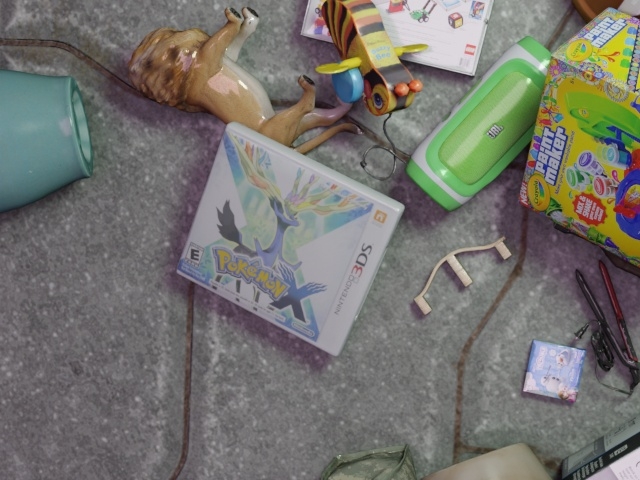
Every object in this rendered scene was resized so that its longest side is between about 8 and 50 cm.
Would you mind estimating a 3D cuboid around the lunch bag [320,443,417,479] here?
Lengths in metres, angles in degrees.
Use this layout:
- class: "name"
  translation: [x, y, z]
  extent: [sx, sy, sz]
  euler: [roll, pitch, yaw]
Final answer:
- class: "lunch bag"
  translation: [0.081, 0.490, 1.843]
  extent: [0.169, 0.287, 0.235]
  euler: [-11, 92, 12]

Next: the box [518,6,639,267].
- class: "box"
  translation: [0.479, -0.142, 1.677]
  extent: [0.279, 0.177, 0.289]
  euler: [31, 141, 26]

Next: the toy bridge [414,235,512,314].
- class: "toy bridge"
  translation: [0.237, 0.049, 1.917]
  extent: [0.188, 0.026, 0.063]
  euler: [-36, 85, 11]

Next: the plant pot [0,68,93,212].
- class: "plant pot"
  translation: [-0.538, -0.180, 1.956]
  extent: [0.255, 0.271, 0.271]
  euler: [-11, 91, -3]

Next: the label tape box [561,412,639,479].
- class: "label tape box"
  translation: [0.545, 0.326, 1.763]
  extent: [0.334, 0.241, 0.105]
  euler: [-34, 84, 11]

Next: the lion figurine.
- class: "lion figurine"
  translation: [-0.136, -0.243, 1.921]
  extent: [0.392, 0.142, 0.240]
  euler: [44, 113, 1]

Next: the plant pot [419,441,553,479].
- class: "plant pot"
  translation: [0.291, 0.489, 1.810]
  extent: [0.323, 0.323, 0.280]
  euler: [-24, 74, 12]

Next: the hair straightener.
- class: "hair straightener"
  translation: [0.468, 0.153, 1.873]
  extent: [0.089, 0.047, 0.230]
  euler: [-20, 94, 12]

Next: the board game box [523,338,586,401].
- class: "board game box"
  translation: [0.395, 0.219, 1.898]
  extent: [0.090, 0.020, 0.090]
  euler: [11, 95, 12]

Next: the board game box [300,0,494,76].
- class: "board game box"
  translation: [0.137, -0.404, 1.897]
  extent: [0.305, 0.053, 0.192]
  euler: [16, 97, 10]

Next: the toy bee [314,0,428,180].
- class: "toy bee"
  translation: [0.106, -0.269, 1.811]
  extent: [0.195, 0.162, 0.298]
  euler: [-42, 102, -24]

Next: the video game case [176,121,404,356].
- class: "video game case"
  translation: [-0.059, 0.000, 1.903]
  extent: [0.329, 0.036, 0.299]
  euler: [27, 114, 12]

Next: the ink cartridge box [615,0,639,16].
- class: "ink cartridge box"
  translation: [0.564, -0.288, 1.691]
  extent: [0.261, 0.296, 0.066]
  euler: [38, 76, 5]

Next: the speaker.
- class: "speaker"
  translation: [0.277, -0.189, 1.845]
  extent: [0.131, 0.131, 0.296]
  euler: [44, 100, 6]

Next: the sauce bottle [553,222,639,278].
- class: "sauce bottle"
  translation: [0.548, 0.018, 1.808]
  extent: [0.345, 0.111, 0.111]
  euler: [24, 98, 8]

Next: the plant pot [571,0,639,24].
- class: "plant pot"
  translation: [0.526, -0.453, 1.739]
  extent: [0.291, 0.203, 0.290]
  euler: [0, 92, 11]
